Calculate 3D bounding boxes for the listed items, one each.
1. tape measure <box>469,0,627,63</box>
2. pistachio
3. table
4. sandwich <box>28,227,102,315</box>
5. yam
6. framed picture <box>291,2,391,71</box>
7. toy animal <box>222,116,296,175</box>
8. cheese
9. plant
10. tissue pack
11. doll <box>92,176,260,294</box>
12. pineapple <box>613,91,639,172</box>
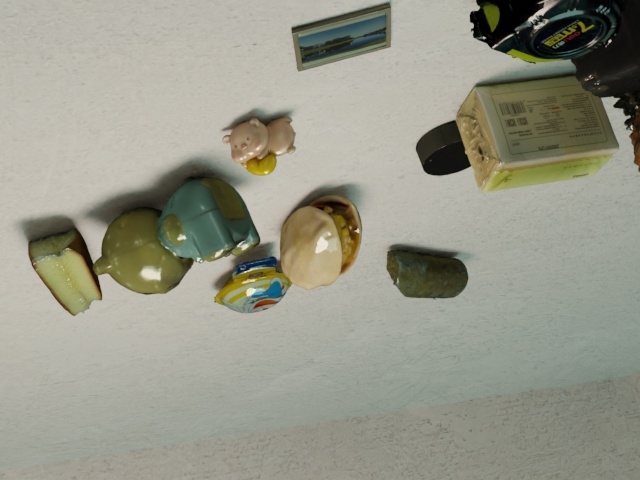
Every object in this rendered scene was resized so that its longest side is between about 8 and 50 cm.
[{"bbox_3d":[0.343,-0.339,1.681,0.186,0.112,0.199,14,149,-40],"label":"tape measure"},{"bbox_3d":[0.000,0.000,2.224,0.157,0.157,0.229,-5,150,-25],"label":"pistachio"},{"bbox_3d":[0.244,-0.170,2.100,0.133,0.043,0.133,-14,157,-6],"label":"table"},{"bbox_3d":[-0.461,0.046,2.065,0.094,0.096,0.258,-20,157,-8],"label":"sandwich"},{"bbox_3d":[0.229,0.080,2.607,0.259,0.106,0.106,7,149,-44],"label":"yam"},{"bbox_3d":[0.033,-0.299,1.691,0.149,0.011,0.109,-15,158,-2],"label":"framed picture"},{"bbox_3d":[-0.098,-0.158,1.845,0.114,0.091,0.082,-21,144,15],"label":"toy animal"},{"bbox_3d":[-0.141,0.092,2.423,0.177,0.069,0.270,-12,158,-9],"label":"cheese"},{"bbox_3d":[0.529,-0.320,1.819,0.256,0.142,0.164,-19,161,38],"label":"plant"},{"bbox_3d":[0.373,-0.188,1.990,0.234,0.159,0.125,-9,157,-17],"label":"tissue pack"},{"bbox_3d":[-0.261,-0.002,1.995,0.260,0.161,0.177,-27,177,21],"label":"doll"},{"bbox_3d":[0.577,-0.203,1.932,0.169,0.340,0.169,-5,125,-7],"label":"pineapple"}]
